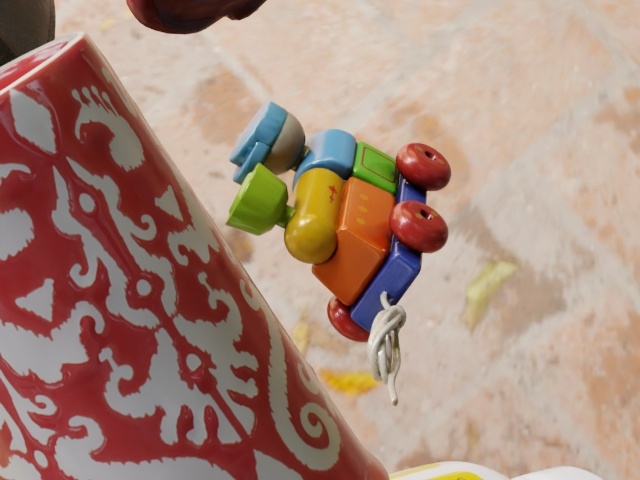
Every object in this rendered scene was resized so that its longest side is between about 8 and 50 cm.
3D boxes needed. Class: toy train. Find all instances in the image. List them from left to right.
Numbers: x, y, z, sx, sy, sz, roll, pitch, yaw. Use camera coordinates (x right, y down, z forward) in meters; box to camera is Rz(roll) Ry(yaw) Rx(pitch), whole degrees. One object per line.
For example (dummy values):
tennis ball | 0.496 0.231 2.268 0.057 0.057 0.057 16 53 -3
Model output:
toy train | 0.000 0.000 1.026 0.143 0.248 0.105 28 119 -10

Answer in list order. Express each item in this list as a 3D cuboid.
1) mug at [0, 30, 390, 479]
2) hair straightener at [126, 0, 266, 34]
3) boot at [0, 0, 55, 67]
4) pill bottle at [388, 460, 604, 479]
mug | -0.082 0.038 0.475 0.150 0.113 0.169 -19 109 31
hair straightener | -0.046 -0.164 0.327 0.089 0.047 0.230 33 133 45
boot | -0.178 -0.104 0.576 0.091 0.263 0.229 -17 134 22
pill bottle | 0.035 0.235 0.898 0.334 0.188 0.187 -9 100 -33
